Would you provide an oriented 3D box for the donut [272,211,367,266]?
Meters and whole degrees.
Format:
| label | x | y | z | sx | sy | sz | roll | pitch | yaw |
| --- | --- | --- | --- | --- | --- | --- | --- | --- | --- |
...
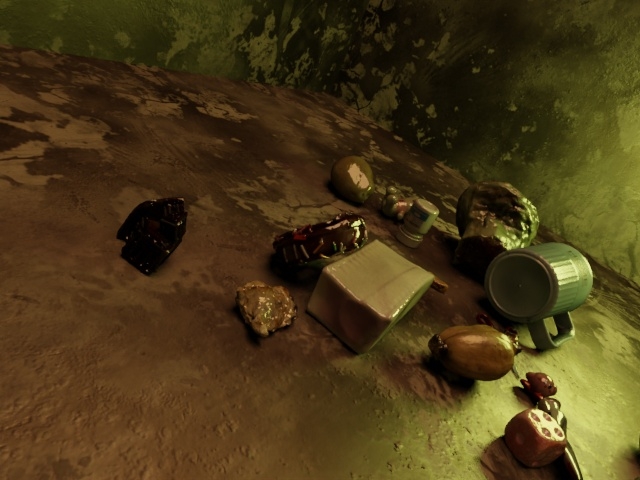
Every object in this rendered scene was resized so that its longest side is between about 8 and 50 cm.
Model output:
| label | x | y | z | sx | sy | sz | roll | pitch | yaw |
| --- | --- | --- | --- | --- | --- | --- | --- | --- | --- |
| donut | 0.000 | 0.000 | 1.232 | 0.269 | 0.269 | 0.103 | -16 | 88 | -53 |

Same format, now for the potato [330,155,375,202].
| label | x | y | z | sx | sy | sz | roll | pitch | yaw |
| --- | --- | --- | --- | --- | --- | --- | --- | --- | --- |
| potato | 0.135 | -0.255 | 1.886 | 0.177 | 0.160 | 0.235 | -21 | 58 | -7 |

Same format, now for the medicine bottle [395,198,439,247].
| label | x | y | z | sx | sy | sz | roll | pitch | yaw |
| --- | --- | --- | --- | --- | --- | --- | --- | --- | --- |
| medicine bottle | 0.366 | -0.066 | 1.732 | 0.105 | 0.168 | 0.105 | 20 | 28 | -11 |

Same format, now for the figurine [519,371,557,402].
| label | x | y | z | sx | sy | sz | roll | pitch | yaw |
| --- | --- | --- | --- | --- | --- | --- | --- | --- | --- |
| figurine | 0.592 | 0.390 | 1.235 | 0.083 | 0.071 | 0.067 | 51 | -7 | 27 |

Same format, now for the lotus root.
| label | x | y | z | sx | sy | sz | roll | pitch | yaw |
| --- | --- | --- | --- | --- | --- | --- | --- | --- | --- |
| lotus root | 0.394 | 0.286 | 1.170 | 0.256 | 0.140 | 0.154 | 8 | 2 | -18 |

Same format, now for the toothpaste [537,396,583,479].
| label | x | y | z | sx | sy | sz | roll | pitch | yaw |
| --- | --- | --- | --- | --- | --- | --- | --- | --- | --- |
| toothpaste | 0.564 | 0.479 | 1.054 | 0.096 | 0.061 | 0.266 | 63 | 19 | -19 |

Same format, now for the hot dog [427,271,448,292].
| label | x | y | z | sx | sy | sz | roll | pitch | yaw |
| --- | --- | --- | --- | --- | --- | --- | --- | --- | --- |
| hot dog | 0.385 | 0.142 | 1.534 | 0.090 | 0.030 | 0.034 | 41 | 31 | 27 |

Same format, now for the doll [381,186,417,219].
| label | x | y | z | sx | sy | sz | roll | pitch | yaw |
| --- | --- | --- | --- | --- | --- | --- | --- | --- | --- |
| doll | 0.360 | -0.130 | 1.920 | 0.274 | 0.113 | 0.155 | 20 | 36 | -29 |

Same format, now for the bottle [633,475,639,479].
| label | x | y | z | sx | sy | sz | roll | pitch | yaw |
| --- | --- | --- | --- | --- | --- | --- | --- | --- | --- |
| bottle | 0.740 | 0.608 | 0.975 | 0.072 | 0.072 | 0.201 | 29 | 26 | 4 |

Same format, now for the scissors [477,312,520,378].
| label | x | y | z | sx | sy | sz | roll | pitch | yaw |
| --- | --- | --- | --- | --- | --- | --- | --- | --- | --- |
| scissors | 0.549 | 0.317 | 1.386 | 0.144 | 0.017 | 0.248 | 26 | 28 | 1 |

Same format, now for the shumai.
| label | x | y | z | sx | sy | sz | roll | pitch | yaw |
| --- | --- | --- | --- | --- | --- | --- | --- | --- | --- |
| shumai | 0.657 | -0.005 | 1.793 | 0.324 | 0.398 | 0.323 | 17 | 53 | 24 |

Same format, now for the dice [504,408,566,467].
| label | x | y | z | sx | sy | sz | roll | pitch | yaw |
| --- | --- | --- | --- | --- | --- | --- | --- | --- | --- |
| dice | 0.476 | 0.440 | 1.017 | 0.091 | 0.094 | 0.093 | 9 | 32 | -25 |

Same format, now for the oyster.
| label | x | y | z | sx | sy | sz | roll | pitch | yaw |
| --- | --- | --- | --- | --- | --- | --- | --- | --- | --- |
| oyster | -0.116 | 0.147 | 1.031 | 0.163 | 0.081 | 0.191 | 20 | 31 | -23 |

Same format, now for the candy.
| label | x | y | z | sx | sy | sz | roll | pitch | yaw |
| --- | --- | --- | --- | --- | --- | --- | --- | --- | --- |
| candy | 0.141 | 0.134 | 1.206 | 0.208 | 0.145 | 0.358 | 34 | 27 | 18 |

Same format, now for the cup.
| label | x | y | z | sx | sy | sz | roll | pitch | yaw |
| --- | --- | --- | --- | --- | --- | --- | --- | --- | --- |
| cup | 0.736 | 0.174 | 1.567 | 0.311 | 0.332 | 0.256 | -1 | 12 | -44 |

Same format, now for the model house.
| label | x | y | z | sx | sy | sz | roll | pitch | yaw |
| --- | --- | --- | --- | --- | --- | --- | --- | --- | --- |
| model house | -0.368 | -0.012 | 1.028 | 0.106 | 0.165 | 0.152 | 27 | 22 | -39 |
